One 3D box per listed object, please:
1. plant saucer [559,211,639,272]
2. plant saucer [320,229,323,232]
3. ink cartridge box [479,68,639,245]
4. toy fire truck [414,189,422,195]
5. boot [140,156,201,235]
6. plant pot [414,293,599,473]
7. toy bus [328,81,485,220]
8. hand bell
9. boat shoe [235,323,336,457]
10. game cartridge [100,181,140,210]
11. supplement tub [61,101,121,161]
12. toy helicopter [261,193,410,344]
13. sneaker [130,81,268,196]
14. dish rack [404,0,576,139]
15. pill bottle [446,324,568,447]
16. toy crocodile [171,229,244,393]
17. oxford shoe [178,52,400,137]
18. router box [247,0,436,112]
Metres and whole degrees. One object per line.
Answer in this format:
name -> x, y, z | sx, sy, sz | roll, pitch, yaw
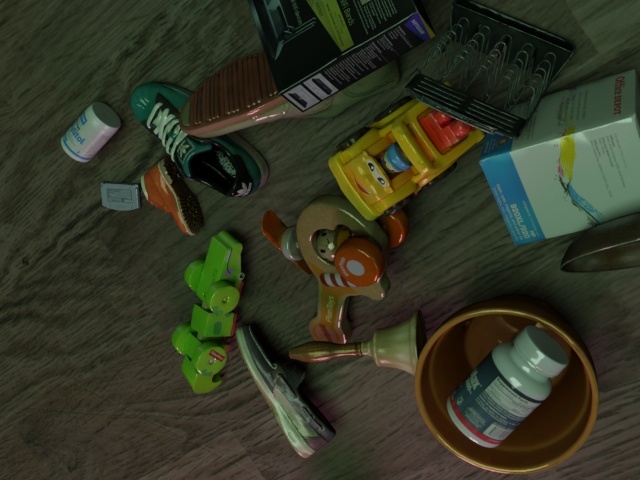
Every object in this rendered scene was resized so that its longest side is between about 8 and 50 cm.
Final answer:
plant saucer -> 0.512, -0.006, 1.323 | 0.311, 0.311, 0.050 | -14, 78, 23
plant saucer -> 0.000, 0.000, 1.644 | 0.083, 0.015, 0.083 | 6, 108, 18
ink cartridge box -> 0.392, -0.125, 1.354 | 0.233, 0.171, 0.168 | -14, 117, 28
toy fire truck -> 0.105, -0.099, 1.559 | 0.135, 0.047, 0.192 | -27, 95, 26
boot -> -0.289, -0.074, 1.703 | 0.085, 0.059, 0.157 | -26, 88, 27
plant pot -> 0.324, 0.217, 1.494 | 0.291, 0.203, 0.290 | 6, 108, 18
toy bus -> 0.153, -0.150, 1.395 | 0.149, 0.220, 0.211 | 56, 154, -5
hand bell -> 0.062, 0.192, 1.567 | 0.242, 0.126, 0.126 | -4, 105, 16
boat shoe -> -0.068, 0.279, 1.715 | 0.092, 0.103, 0.285 | -30, 85, 2
game cartridge -> -0.397, -0.088, 1.756 | 0.083, 0.017, 0.056 | 5, 104, 18
supplement tub -> -0.444, -0.209, 1.705 | 0.107, 0.071, 0.071 | -42, 90, 25
toy helicopter -> 0.011, 0.063, 1.573 | 0.235, 0.140, 0.355 | 21, 135, 16
sneaker -> -0.237, -0.187, 1.611 | 0.302, 0.121, 0.108 | 36, 114, 6
dish rack -> 0.254, -0.260, 1.343 | 0.208, 0.271, 0.074 | 25, 132, 13
pill bottle -> 0.285, 0.218, 1.337 | 0.108, 0.108, 0.180 | 39, 114, 4
toy crocodile -> -0.207, 0.146, 1.717 | 0.115, 0.105, 0.340 | 32, 114, 47
oxford shoe -> -0.052, -0.241, 1.505 | 0.397, 0.140, 0.146 | -16, 144, 20
router box -> 0.012, -0.391, 1.377 | 0.243, 0.081, 0.308 | -27, 64, 19
